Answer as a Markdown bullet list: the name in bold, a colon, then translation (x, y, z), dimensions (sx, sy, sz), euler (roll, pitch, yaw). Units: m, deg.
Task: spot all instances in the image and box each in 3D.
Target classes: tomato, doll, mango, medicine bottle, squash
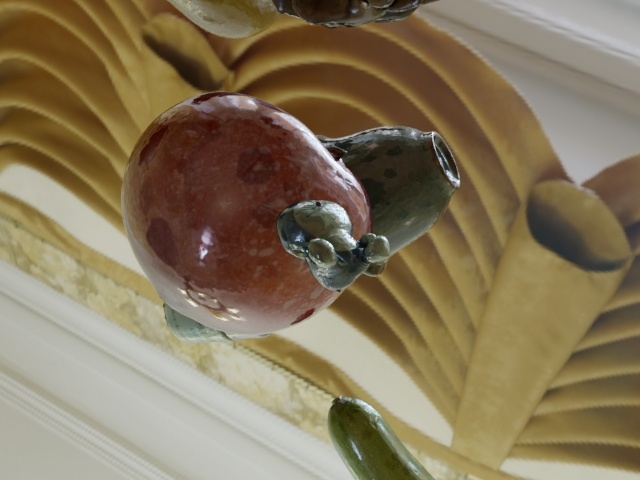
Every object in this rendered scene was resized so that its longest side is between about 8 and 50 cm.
- **tomato**: translation (-0.085, -0.020, 0.974), dimensions (0.270, 0.270, 0.227), euler (29, -106, 19)
- **doll**: translation (0.000, 0.000, 0.718), dimensions (0.076, 0.050, 0.083), euler (-4, -138, -37)
- **mango**: translation (-0.155, -0.379, 1.308), dimensions (0.195, 0.142, 0.331), euler (60, -159, 4)
- **medicine bottle**: translation (-0.167, 0.109, 1.602), dimensions (0.168, 0.135, 0.135), euler (-6, -138, 25)
- **squash**: translation (0.073, 0.298, 1.295), dimensions (0.188, 0.095, 0.095), euler (51, -126, -7)

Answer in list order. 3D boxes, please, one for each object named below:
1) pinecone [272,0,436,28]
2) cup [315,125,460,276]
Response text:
- **pinecone**: translation (0.022, -0.230, 0.610), dimensions (0.184, 0.179, 0.204), euler (-5, -165, -5)
- **cup**: translation (0.094, -0.072, 1.184), dimensions (0.150, 0.199, 0.199), euler (-25, -137, 23)
